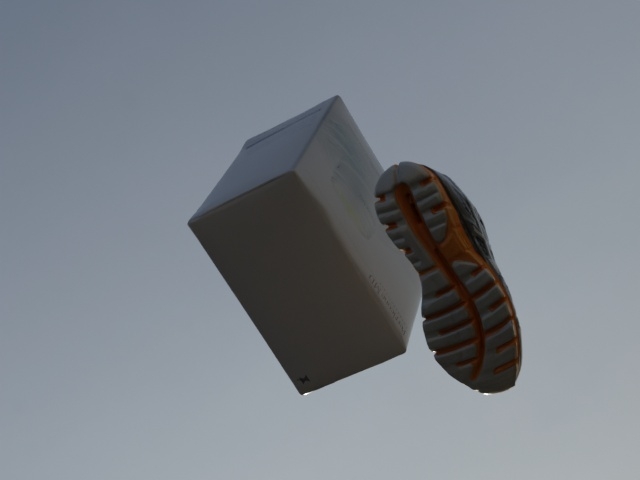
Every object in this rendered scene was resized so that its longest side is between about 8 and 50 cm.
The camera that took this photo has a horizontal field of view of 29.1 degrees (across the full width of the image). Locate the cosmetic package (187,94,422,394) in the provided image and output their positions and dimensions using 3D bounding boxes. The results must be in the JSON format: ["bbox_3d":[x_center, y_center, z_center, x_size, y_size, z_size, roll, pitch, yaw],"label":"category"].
[{"bbox_3d":[0.000,0.000,1.317,0.138,0.225,0.224,-25,-72,24],"label":"cosmetic package"}]

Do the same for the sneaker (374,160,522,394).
[{"bbox_3d":[0.124,0.028,1.069,0.084,0.215,0.083,-23,-5,28],"label":"sneaker"}]
